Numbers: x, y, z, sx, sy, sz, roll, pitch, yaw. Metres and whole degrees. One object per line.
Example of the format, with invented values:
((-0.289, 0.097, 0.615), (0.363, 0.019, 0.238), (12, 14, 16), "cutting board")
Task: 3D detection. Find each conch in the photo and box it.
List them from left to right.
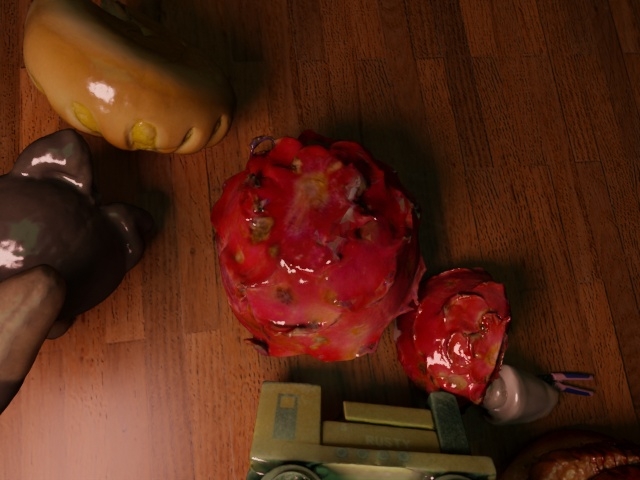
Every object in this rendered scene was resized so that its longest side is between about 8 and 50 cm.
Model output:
((0.340, 0.272, 0.803), (0.176, 0.094, 0.105), (20, 60, -32), "conch")

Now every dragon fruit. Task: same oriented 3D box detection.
((0.000, 0.000, 0.718), (0.370, 0.249, 0.387), (26, 73, 2), "dragon fruit")
((0.216, 0.161, 0.770), (0.189, 0.163, 0.262), (6, 76, 20), "dragon fruit")

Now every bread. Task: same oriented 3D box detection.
((-0.278, -0.239, 0.698), (0.333, 0.333, 0.160), (35, 114, -1), "bread")

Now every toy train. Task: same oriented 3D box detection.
((0.062, 0.330, 0.630), (0.396, 0.253, 0.160), (5, 119, -1), "toy train")

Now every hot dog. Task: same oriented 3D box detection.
((0.467, 0.431, 0.724), (0.404, 0.185, 0.223), (6, 79, -9), "hot dog")

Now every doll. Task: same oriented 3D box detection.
((-0.377, 0.067, 0.594), (0.382, 0.252, 0.378), (-47, 49, -7), "doll")

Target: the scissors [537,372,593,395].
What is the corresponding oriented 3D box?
((0.455, 0.264, 0.844), (0.113, 0.012, 0.039), (8, 77, -7), "scissors")
